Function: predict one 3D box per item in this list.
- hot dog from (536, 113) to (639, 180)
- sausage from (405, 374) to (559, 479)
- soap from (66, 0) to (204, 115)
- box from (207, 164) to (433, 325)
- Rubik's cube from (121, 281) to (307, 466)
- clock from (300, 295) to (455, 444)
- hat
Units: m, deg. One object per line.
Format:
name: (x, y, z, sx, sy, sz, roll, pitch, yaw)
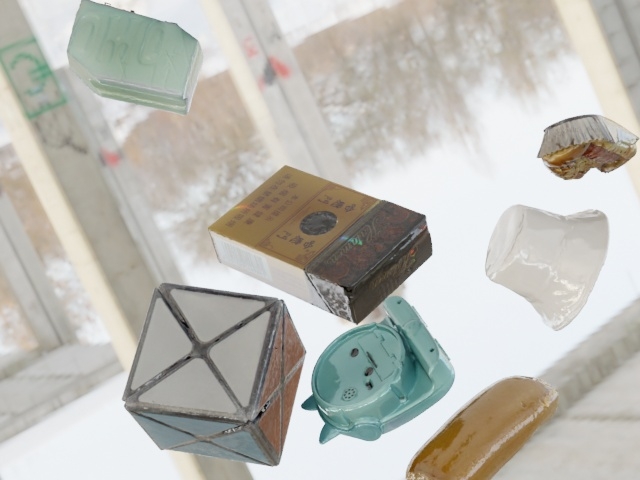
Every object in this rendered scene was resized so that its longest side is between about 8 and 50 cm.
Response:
hot dog: (0.372, -0.131, 1.738, 0.131, 0.069, 0.253, -20, 172, 21)
sausage: (0.290, 0.333, 2.155, 0.134, 0.116, 0.354, 7, -144, 47)
soap: (-0.317, -0.309, 2.064, 0.231, 0.145, 0.091, 13, 163, 6)
box: (0.000, 0.001, 2.619, 0.415, 0.115, 0.264, 23, -130, 38)
Rubik's cube: (-0.189, 0.252, 2.278, 0.260, 0.259, 0.254, 6, -118, 17)
clock: (0.086, 0.240, 2.171, 0.274, 0.094, 0.223, -35, -144, 0)
hat: (0.310, 0.020, 1.753, 0.203, 0.126, 0.203, -157, -90, -79)
